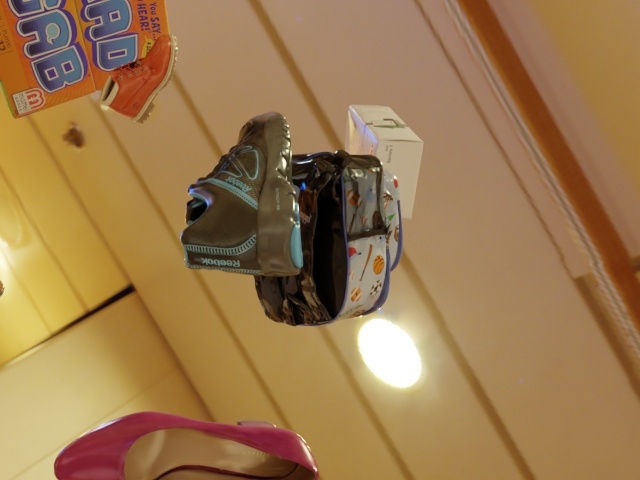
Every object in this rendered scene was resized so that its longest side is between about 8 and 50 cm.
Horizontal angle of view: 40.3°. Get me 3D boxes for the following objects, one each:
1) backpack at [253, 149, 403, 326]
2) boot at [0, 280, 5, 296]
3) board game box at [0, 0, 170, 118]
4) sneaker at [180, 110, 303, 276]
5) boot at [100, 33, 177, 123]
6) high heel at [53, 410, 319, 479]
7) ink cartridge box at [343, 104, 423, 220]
[{"bbox_3d":[0.000,0.000,1.360,0.276,0.213,0.263,0,-90,50],"label":"backpack"},{"bbox_3d":[-0.626,0.119,1.549,0.073,0.152,0.197,35,-20,-8],"label":"boot"},{"bbox_3d":[-0.548,-0.538,1.765,0.356,0.356,0.356,54,-22,31],"label":"board game box"},{"bbox_3d":[-0.101,-0.071,1.092,0.341,0.139,0.125,-99,-175,-62],"label":"sneaker"},{"bbox_3d":[-0.289,-0.268,1.395,0.158,0.084,0.059,-57,-141,16],"label":"boot"},{"bbox_3d":[-0.194,0.332,1.302,0.181,0.377,0.127,16,-71,62],"label":"high heel"},{"bbox_3d":[0.112,-0.150,1.659,0.219,0.092,0.160,-117,-150,-61],"label":"ink cartridge box"}]
